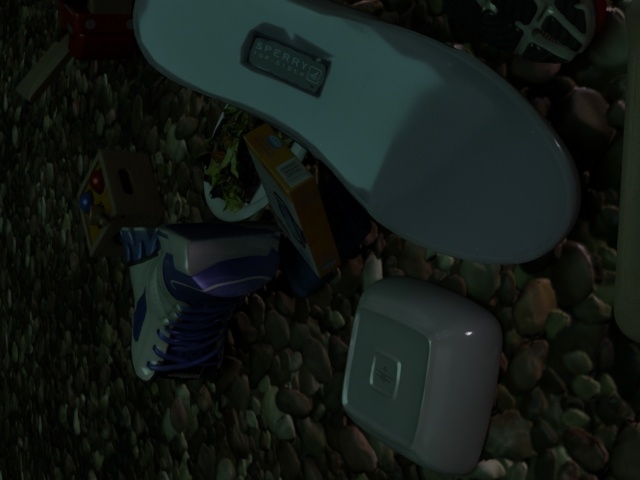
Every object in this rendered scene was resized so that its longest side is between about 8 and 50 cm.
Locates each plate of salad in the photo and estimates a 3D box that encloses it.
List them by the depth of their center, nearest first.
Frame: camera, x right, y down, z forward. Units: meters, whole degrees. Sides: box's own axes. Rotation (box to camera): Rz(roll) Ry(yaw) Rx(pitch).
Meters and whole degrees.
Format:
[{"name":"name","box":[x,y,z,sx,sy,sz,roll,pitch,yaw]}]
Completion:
[{"name":"plate of salad","box":[-0.068,-0.115,0.739,0.200,0.048,0.199,-27,51,40]}]

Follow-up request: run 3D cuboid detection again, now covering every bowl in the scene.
[{"name":"bowl","box":[0.069,0.105,0.586,0.142,0.053,0.141,22,105,52]}]

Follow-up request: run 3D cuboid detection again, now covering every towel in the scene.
[{"name":"towel","box":[0.000,0.000,0.696,0.119,0.029,0.067,-49,53,40]}]

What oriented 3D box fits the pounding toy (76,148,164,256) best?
[{"name":"pounding toy","box":[-0.286,-0.044,1.009,0.130,0.100,0.141,-47,53,41]}]

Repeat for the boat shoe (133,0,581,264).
[{"name":"boat shoe","box":[0.035,-0.107,0.576,0.367,0.156,0.135,29,110,18]}]

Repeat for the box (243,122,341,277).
[{"name":"box","box":[-0.021,-0.028,0.629,0.081,0.028,0.136,51,170,36]}]

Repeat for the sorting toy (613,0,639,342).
[{"name":"sorting toy","box":[0.238,-0.035,0.369,0.193,0.038,0.208,6,99,62]}]

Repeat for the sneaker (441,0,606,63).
[{"name":"sneaker","box":[0.111,-0.247,0.502,0.279,0.118,0.107,55,161,14]}]

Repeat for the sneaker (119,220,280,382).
[{"name":"sneaker","box":[-0.133,0.071,0.798,0.315,0.128,0.182,0,94,63]}]

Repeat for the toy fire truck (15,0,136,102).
[{"name":"toy fire truck","box":[-0.372,-0.317,1.109,0.217,0.159,0.246,48,137,41]}]
